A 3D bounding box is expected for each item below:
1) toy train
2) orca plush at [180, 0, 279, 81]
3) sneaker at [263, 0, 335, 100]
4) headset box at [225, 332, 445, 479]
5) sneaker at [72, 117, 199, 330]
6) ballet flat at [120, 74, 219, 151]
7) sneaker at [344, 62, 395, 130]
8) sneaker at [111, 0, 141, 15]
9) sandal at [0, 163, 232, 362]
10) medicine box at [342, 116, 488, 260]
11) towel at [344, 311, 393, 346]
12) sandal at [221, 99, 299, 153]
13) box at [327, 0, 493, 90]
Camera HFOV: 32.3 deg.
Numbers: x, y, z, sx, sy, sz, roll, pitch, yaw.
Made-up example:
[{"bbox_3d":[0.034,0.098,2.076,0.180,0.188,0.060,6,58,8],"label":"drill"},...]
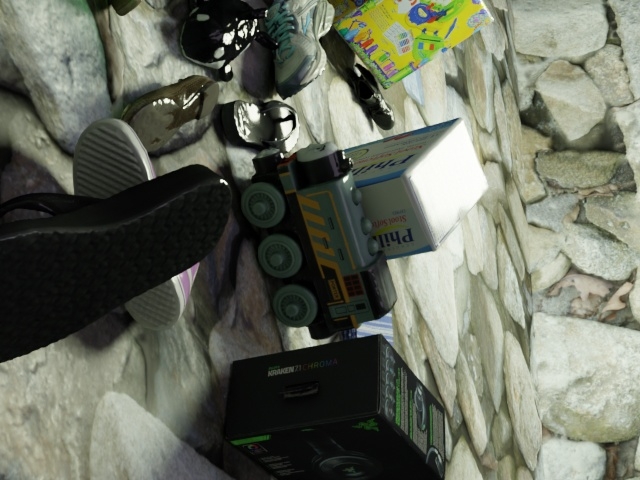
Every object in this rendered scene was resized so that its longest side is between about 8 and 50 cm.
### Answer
[{"bbox_3d":[0.000,0.000,1.801,0.142,0.190,0.334,-45,120,-65],"label":"toy train"},{"bbox_3d":[-0.122,-0.339,1.798,0.287,0.102,0.151,-4,82,-68],"label":"orca plush"},{"bbox_3d":[-0.061,-0.368,2.001,0.122,0.110,0.283,41,36,-30],"label":"sneaker"},{"bbox_3d":[0.025,0.266,1.649,0.283,0.246,0.131,52,33,-48],"label":"headset box"},{"bbox_3d":[-0.228,-0.043,1.416,0.161,0.102,0.282,-68,151,-59],"label":"sneaker"},{"bbox_3d":[-0.221,-0.187,1.559,0.250,0.058,0.084,-44,155,-58],"label":"ballet flat"},{"bbox_3d":[0.109,-0.310,2.410,0.170,0.051,0.089,66,23,-13],"label":"sneaker"},{"bbox_3d":[-0.277,-0.390,1.530,0.071,0.066,0.188,35,39,-36],"label":"sneaker"},{"bbox_3d":[-0.276,0.013,1.199,0.445,0.107,0.168,-23,138,-52],"label":"sandal"},{"bbox_3d":[0.116,-0.078,1.958,0.289,0.263,0.149,-43,115,-53],"label":"medicine box"},{"bbox_3d":[0.078,0.047,2.183,0.243,0.040,0.336,16,66,-67],"label":"towel"},{"bbox_3d":[-0.085,-0.193,1.874,0.254,0.054,0.097,-18,96,-68],"label":"sandal"},{"bbox_3d":[0.165,-0.509,2.292,0.290,0.279,0.177,40,22,-57],"label":"box"}]
